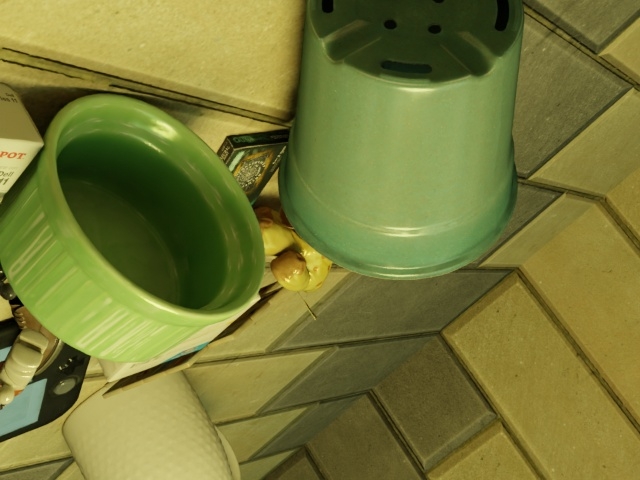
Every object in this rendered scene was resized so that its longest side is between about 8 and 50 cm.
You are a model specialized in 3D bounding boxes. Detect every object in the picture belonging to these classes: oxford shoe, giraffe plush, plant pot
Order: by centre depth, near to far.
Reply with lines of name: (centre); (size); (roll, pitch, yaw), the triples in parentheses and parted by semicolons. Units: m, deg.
plant pot: (0.111, -0.180, 1.244); (0.341, 0.341, 0.334); (-28, 151, -18)
oxford shoe: (-0.407, 0.099, 1.381); (0.096, 0.083, 0.227); (2, 124, -39)
giraffe plush: (0.000, 0.000, 1.601); (0.170, 0.210, 0.181); (-36, -164, 6)

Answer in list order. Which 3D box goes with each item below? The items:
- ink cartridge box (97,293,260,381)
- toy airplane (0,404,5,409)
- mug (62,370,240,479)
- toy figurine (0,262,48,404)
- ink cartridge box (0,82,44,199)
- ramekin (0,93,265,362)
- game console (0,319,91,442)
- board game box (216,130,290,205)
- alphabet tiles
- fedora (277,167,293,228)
ink cartridge box: (-0.231, 0.072, 1.403); (0.171, 0.168, 0.232); (-16, 165, -36)
toy airplane: (-0.524, 0.239, 1.462); (0.151, 0.028, 0.151); (-31, 154, -18)
mug: (-0.300, 0.462, 1.995); (0.276, 0.328, 0.374); (-42, 158, 21)
toy figurine: (-0.455, 0.120, 1.177); (0.209, 0.213, 0.148); (-20, 165, -40)
ink cartridge box: (-0.409, -0.068, 0.997); (0.208, 0.087, 0.153); (-45, 158, 25)
ramekin: (-0.225, -0.007, 1.132); (0.148, 0.303, 0.303); (-37, 161, 30)
game console: (-0.543, 0.245, 1.531); (0.386, 0.060, 0.342); (-19, 155, -37)
board game box: (-0.129, -0.090, 1.461); (0.126, 0.026, 0.186); (-12, 151, -45)
alphabet tiles: (-0.219, 0.170, 1.679); (0.342, 0.011, 0.285); (-24, -170, 37)
fedora: (-0.006, -0.108, 1.485); (0.194, 0.194, 0.079); (-38, 121, 9)
